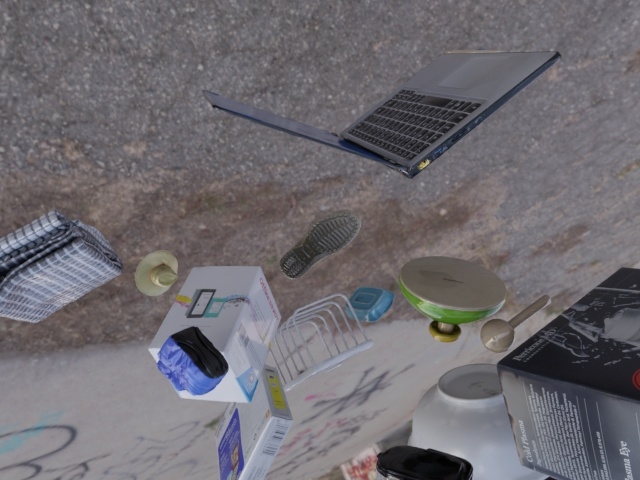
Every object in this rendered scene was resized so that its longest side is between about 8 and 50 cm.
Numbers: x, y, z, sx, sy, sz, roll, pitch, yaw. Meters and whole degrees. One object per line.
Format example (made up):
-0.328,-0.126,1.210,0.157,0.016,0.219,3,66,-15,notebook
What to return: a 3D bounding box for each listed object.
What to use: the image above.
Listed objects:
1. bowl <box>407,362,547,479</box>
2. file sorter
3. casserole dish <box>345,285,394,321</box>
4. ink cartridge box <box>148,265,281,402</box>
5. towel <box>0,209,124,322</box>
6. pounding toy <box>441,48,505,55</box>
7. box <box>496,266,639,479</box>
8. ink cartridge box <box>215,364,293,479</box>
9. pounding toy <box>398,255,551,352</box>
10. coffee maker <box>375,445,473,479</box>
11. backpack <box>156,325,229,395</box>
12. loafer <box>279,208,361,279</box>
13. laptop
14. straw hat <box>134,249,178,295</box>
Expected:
0.298,0.320,1.112,0.298,0.134,0.298,-12,-168,3,bowl
-0.016,0.291,1.707,0.193,0.173,0.277,-19,164,-28,file sorter
0.138,0.179,1.745,0.114,0.037,0.188,-50,-158,-20,casserole dish
-0.243,0.222,1.457,0.197,0.270,0.198,-2,131,19,ink cartridge box
-0.553,0.063,1.219,0.235,0.121,0.283,-30,170,-7,towel
0.296,-0.361,1.260,0.181,0.094,0.206,-2,-179,-6,pounding toy
0.478,0.191,0.797,0.343,0.179,0.312,-26,-164,-31,box
-0.181,0.484,1.533,0.072,0.307,0.303,20,105,-18,ink cartridge box
0.242,0.125,1.027,0.183,0.237,0.110,-22,127,-43,pounding toy
0.152,0.375,0.780,0.171,0.178,0.120,4,-169,6,coffee maker
-0.241,0.239,1.144,0.101,0.120,0.098,-55,167,22,backpack
0.000,0.000,1.590,0.268,0.102,0.092,-36,-174,25,loafer
0.057,-0.251,0.922,0.408,0.236,0.382,-38,-158,0,laptop
-0.432,0.099,1.644,0.144,0.061,0.144,-25,124,-45,straw hat
